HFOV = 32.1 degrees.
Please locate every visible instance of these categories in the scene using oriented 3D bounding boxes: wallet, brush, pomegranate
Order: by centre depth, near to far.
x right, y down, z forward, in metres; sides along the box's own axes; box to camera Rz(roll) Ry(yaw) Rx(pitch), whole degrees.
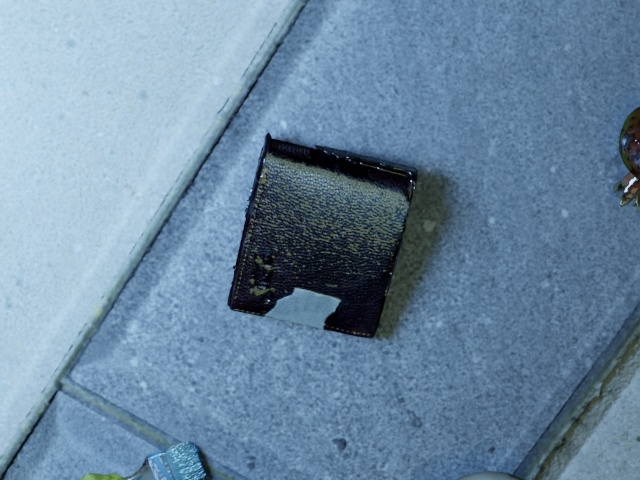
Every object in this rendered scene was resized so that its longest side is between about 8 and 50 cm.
[{"bbox_3d":[0.453,-0.117,1.513,0.159,0.129,0.129,-41,102,15],"label":"pomegranate"},{"bbox_3d":[0.000,0.000,1.543,0.221,0.071,0.262,12,109,-7],"label":"wallet"},{"bbox_3d":[-0.266,0.350,1.633,0.196,0.021,0.070,-17,104,3],"label":"brush"}]

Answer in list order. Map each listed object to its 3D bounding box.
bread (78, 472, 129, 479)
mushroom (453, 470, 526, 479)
[{"bbox_3d":[-0.226,0.493,1.511,0.308,0.348,0.348,4,103,-11],"label":"bread"},{"bbox_3d":[0.243,0.444,1.603,0.226,0.178,0.226,1,98,5],"label":"mushroom"}]
